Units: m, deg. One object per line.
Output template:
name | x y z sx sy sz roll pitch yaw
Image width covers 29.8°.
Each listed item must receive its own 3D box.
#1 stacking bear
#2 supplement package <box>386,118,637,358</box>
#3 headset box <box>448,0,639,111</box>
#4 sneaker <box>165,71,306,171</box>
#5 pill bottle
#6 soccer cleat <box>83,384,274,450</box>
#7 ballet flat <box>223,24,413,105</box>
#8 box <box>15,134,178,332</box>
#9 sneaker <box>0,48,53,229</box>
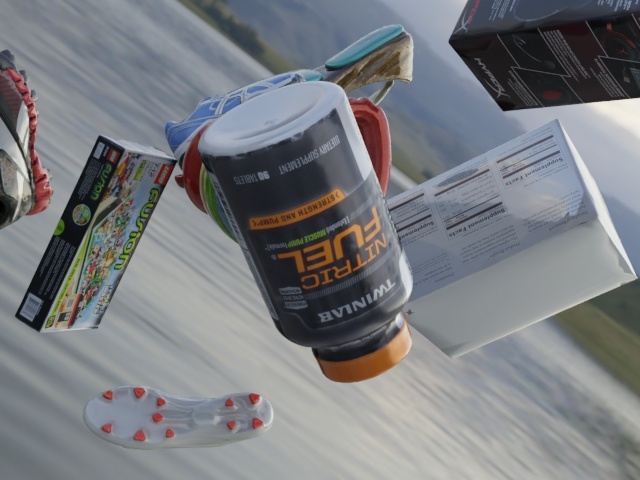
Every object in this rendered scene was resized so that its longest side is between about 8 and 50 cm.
stacking bear | -0.065 -0.070 1.323 0.175 0.164 0.289 -13 13 -25
supplement package | 0.221 0.007 1.473 0.204 0.262 0.145 41 29 -55
headset box | 0.289 -0.239 1.064 0.293 0.218 0.110 -1 -35 45
sneaker | -0.114 -0.173 1.610 0.081 0.211 0.080 50 -18 32
pill bottle | 0.000 0.000 1.020 0.245 0.130 0.130 67 -9 -24
soccer cleat | -0.147 0.189 1.251 0.196 0.068 0.076 2 -23 -10
ballet flat | 0.009 -0.238 1.958 0.116 0.342 0.124 28 -40 61
box | -0.230 -0.005 1.242 0.036 0.207 0.114 29 9 19
sneaker | -0.435 -0.127 1.579 0.098 0.135 0.276 17 -48 24
